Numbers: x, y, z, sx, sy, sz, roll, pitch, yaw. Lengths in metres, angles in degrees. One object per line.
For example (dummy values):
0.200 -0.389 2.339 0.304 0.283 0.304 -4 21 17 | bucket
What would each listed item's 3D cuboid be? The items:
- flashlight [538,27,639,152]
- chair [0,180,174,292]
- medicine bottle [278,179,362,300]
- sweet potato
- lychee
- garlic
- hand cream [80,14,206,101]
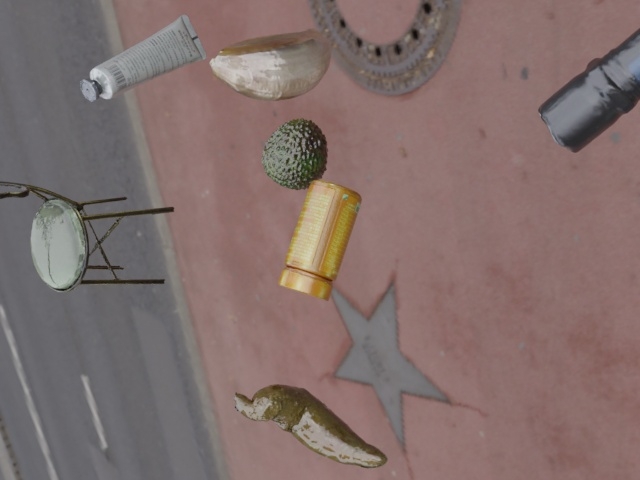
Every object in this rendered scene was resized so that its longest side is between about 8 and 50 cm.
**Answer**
0.501 -0.292 1.186 0.424 0.103 0.103 -42 70 28 | flashlight
-0.396 -0.006 1.256 0.160 0.326 0.170 13 100 38 | chair
0.000 0.000 1.417 0.096 0.096 0.191 11 82 54 | medicine bottle
-0.021 0.349 1.588 0.310 0.098 0.124 30 -174 -8 | sweet potato
-0.057 -0.201 1.902 0.171 0.171 0.171 33 134 43 | lychee
-0.052 -0.258 1.205 0.101 0.196 0.087 45 145 36 | garlic
-0.231 -0.235 1.087 0.042 0.194 0.067 -13 111 48 | hand cream
